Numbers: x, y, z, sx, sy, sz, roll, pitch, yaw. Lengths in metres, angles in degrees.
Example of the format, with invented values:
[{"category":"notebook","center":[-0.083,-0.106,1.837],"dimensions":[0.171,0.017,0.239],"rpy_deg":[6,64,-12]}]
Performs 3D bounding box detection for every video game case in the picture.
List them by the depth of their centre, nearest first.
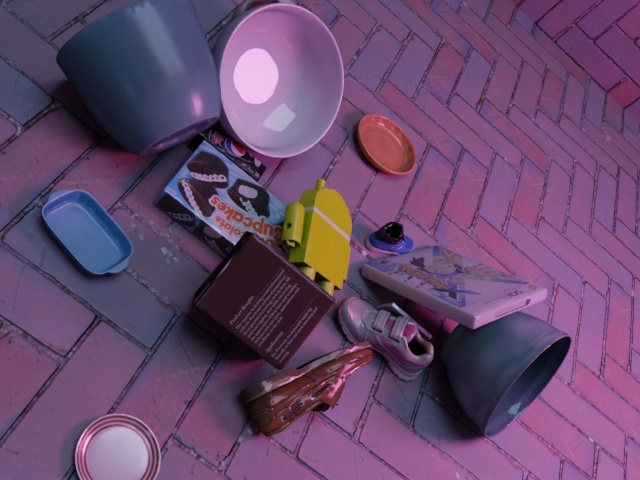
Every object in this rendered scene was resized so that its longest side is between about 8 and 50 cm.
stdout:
[{"category":"video game case","center":[0.191,0.188,1.609],"dimensions":[0.122,0.087,0.011],"rpy_deg":[41,69,-9]},{"category":"video game case","center":[0.313,0.098,1.649],"dimensions":[0.299,0.036,0.328],"rpy_deg":[-12,26,-42]}]

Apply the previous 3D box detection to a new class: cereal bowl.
[{"category":"cereal bowl","center":[-0.117,-0.367,1.605],"dimensions":[0.338,0.141,0.339],"rpy_deg":[-13,113,-33]}]

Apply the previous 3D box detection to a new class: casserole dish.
[{"category":"casserole dish","center":[-0.430,-0.010,1.286],"dimensions":[0.188,0.037,0.114],"rpy_deg":[49,44,0]}]

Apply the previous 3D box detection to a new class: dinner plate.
[{"category":"dinner plate","center":[-0.328,0.352,1.135],"dimensions":[0.141,0.017,0.141],"rpy_deg":[21,50,-27]}]

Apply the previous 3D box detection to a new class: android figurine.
[{"category":"android figurine","center":[0.000,0.000,1.522],"dimensions":[0.248,0.056,0.273],"rpy_deg":[37,54,-52]}]

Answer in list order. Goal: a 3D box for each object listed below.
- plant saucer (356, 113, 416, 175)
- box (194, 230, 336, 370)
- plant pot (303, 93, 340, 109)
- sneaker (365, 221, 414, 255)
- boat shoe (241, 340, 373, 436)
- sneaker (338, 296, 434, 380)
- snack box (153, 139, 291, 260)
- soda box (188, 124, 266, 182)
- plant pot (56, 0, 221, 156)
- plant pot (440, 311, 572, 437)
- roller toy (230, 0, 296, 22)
[{"category":"plant saucer","center":[0.177,-0.259,1.933],"dimensions":[0.199,0.037,0.200],"rpy_deg":[20,50,-26]},{"category":"box","center":[-0.108,0.108,1.322],"dimensions":[0.203,0.167,0.168],"rpy_deg":[40,85,-9]},{"category":"plant pot","center":[-0.023,-0.364,1.802],"dimensions":[0.108,0.096,0.109],"rpy_deg":[18,53,-29]},{"category":"sneaker","center":[0.193,-0.005,1.739],"dimensions":[0.152,0.084,0.058],"rpy_deg":[7,58,-35]},{"category":"boat shoe","center":[-0.010,0.289,1.376],"dimensions":[0.307,0.110,0.105],"rpy_deg":[-18,77,-34]},{"category":"sneaker","center":[0.153,0.201,1.549],"dimensions":[0.252,0.111,0.103],"rpy_deg":[37,45,-13]},{"category":"snack box","center":[-0.173,-0.049,1.497],"dimensions":[0.322,0.060,0.187],"rpy_deg":[38,45,-11]},{"category":"soda box","center":[-0.207,-0.186,1.562],"dimensions":[0.169,0.060,0.053],"rpy_deg":[38,45,-11]},{"category":"plant pot","center":[-0.333,-0.310,1.400],"dimensions":[0.293,0.293,0.235],"rpy_deg":[-33,97,-46]},{"category":"plant pot","center":[0.402,0.273,1.607],"dimensions":[0.293,0.293,0.196],"rpy_deg":[-14,44,-43]},{"category":"roller toy","center":[-0.130,-0.493,1.729],"dimensions":[0.209,0.191,0.146],"rpy_deg":[19,45,-30]}]
